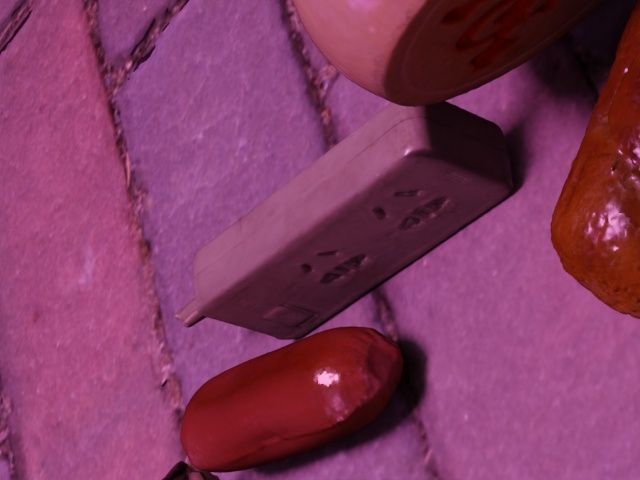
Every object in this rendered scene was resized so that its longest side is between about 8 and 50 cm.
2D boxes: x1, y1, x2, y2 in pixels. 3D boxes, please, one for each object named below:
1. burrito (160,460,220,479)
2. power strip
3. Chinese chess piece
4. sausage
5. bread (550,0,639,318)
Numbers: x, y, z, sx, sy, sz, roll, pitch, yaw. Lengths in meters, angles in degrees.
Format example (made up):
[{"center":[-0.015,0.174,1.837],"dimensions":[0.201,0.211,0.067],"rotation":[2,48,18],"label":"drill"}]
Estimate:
[{"center":[-0.132,0.333,1.256],"dimensions":[0.347,0.107,0.175],"rotation":[-62,27,5],"label":"burrito"},{"center":[0.000,0.000,1.263],"dimensions":[0.288,0.093,0.053],"rotation":[-37,49,39],"label":"power strip"},{"center":[0.100,-0.183,1.094],"dimensions":[0.251,0.251,0.097],"rotation":[-45,71,31],"label":"Chinese chess piece"},{"center":[-0.021,0.107,1.255],"dimensions":[0.194,0.077,0.077],"rotation":[-26,53,44],"label":"sausage"},{"center":[0.217,-0.124,1.041],"dimensions":[0.124,0.084,0.344],"rotation":[20,89,55],"label":"bread"}]
